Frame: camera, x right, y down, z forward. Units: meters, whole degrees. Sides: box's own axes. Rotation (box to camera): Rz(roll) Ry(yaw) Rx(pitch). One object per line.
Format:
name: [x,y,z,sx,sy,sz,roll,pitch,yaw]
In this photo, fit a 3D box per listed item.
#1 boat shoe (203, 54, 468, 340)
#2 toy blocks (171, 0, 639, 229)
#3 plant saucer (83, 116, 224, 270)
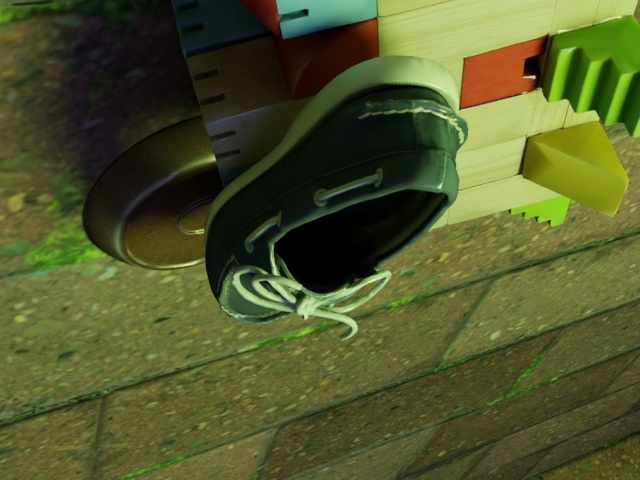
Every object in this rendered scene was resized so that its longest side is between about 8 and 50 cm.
boat shoe: [0.000,0.000,0.532,0.095,0.079,0.254,13,149,-27]
toy blocks: [0.035,-0.107,0.570,0.261,0.190,0.381,-14,152,-4]
plant saucer: [-0.091,-0.027,0.715,0.168,0.029,0.168,-23,153,-13]
